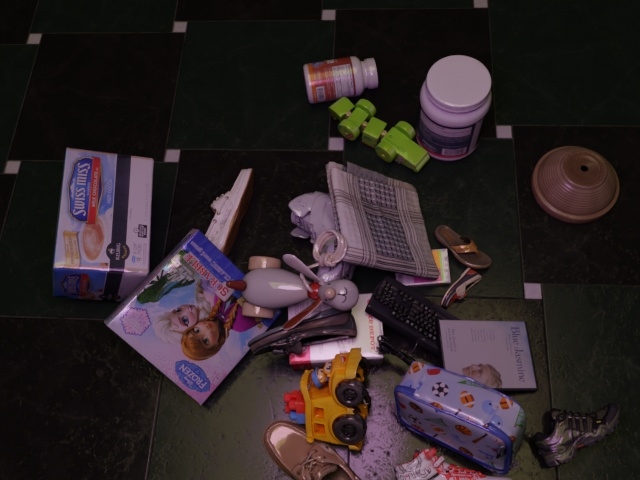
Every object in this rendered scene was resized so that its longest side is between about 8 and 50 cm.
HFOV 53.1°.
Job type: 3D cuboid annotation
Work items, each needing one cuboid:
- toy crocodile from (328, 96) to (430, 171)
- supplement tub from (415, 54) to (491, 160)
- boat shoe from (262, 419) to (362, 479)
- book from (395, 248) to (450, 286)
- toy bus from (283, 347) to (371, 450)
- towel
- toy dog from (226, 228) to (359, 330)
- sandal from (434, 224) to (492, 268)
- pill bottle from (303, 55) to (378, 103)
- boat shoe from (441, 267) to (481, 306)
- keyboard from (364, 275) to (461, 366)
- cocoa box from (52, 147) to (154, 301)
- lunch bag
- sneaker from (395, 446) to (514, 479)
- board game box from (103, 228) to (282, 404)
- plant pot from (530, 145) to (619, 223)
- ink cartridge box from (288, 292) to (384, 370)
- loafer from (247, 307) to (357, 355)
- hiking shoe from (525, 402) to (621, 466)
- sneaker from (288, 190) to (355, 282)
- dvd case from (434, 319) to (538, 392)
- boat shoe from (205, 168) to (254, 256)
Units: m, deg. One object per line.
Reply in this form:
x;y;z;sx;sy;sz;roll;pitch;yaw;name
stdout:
0.165;-0.312;1.881;0.341;0.105;0.115;33;73;12;toy crocodile
0.369;-0.363;1.785;0.191;0.272;0.191;-1;66;3;supplement tub
0.003;0.540;1.514;0.341;0.110;0.121;33;73;16;boat shoe
0.275;0.076;1.736;0.144;0.035;0.096;-4;68;4;book
0.012;0.371;1.532;0.212;0.149;0.220;2;108;11;toy bus
0.164;-0.060;1.677;0.312;0.056;0.324;12;50;-29;towel
-0.088;0.108;1.513;0.334;0.161;0.220;-24;70;33;toy dog
0.386;0.013;1.736;0.072;0.049;0.180;-33;64;-32;sandal
0.061;-0.492;1.947;0.216;0.121;0.121;-10;67;-1;pill bottle
0.372;0.130;1.698;0.043;0.049;0.137;38;68;21;boat shoe
0.253;0.236;1.603;0.317;0.033;0.201;31;61;-3;keyboard
-0.580;-0.035;1.707;0.228;0.231;0.346;6;65;-21;cocoa box
0.321;0.413;1.468;0.304;0.243;0.115;23;56;27;lunch bag
0.310;0.549;1.499;0.270;0.090;0.144;-16;69;0;sneaker
-0.312;0.192;1.615;0.318;0.066;0.318;46;74;-20;board game box
0.714;-0.173;1.768;0.238;0.109;0.237;-1;67;3;plant pot
0.040;0.236;1.648;0.237;0.100;0.171;-4;67;3;ink cartridge box
-0.040;0.235;1.552;0.268;0.096;0.084;-20;73;-4;loafer
0.607;0.438;1.526;0.227;0.086;0.114;-32;72;-8;hiking shoe
0.000;0.000;1.706;0.210;0.137;0.365;12;46;14;sneaker
0.415;0.288;1.598;0.253;0.022;0.180;3;66;-15;dvd case
-0.267;-0.090;1.812;0.096;0.098;0.277;16;70;10;boat shoe
